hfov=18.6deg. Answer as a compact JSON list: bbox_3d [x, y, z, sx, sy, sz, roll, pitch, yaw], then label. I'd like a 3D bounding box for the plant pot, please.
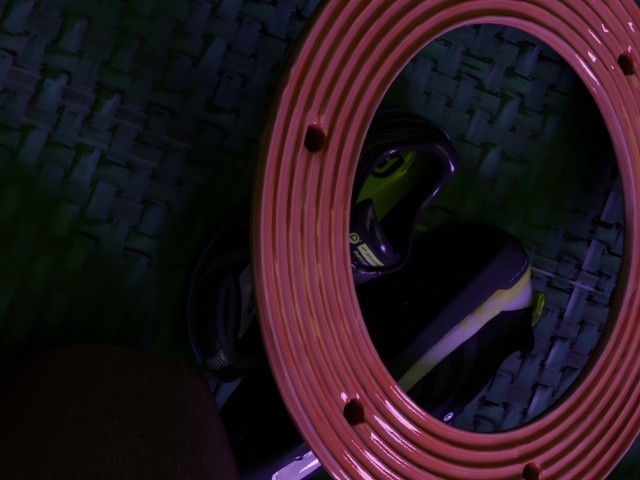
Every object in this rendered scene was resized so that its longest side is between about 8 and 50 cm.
[{"bbox_3d":[-0.111,0.176,0.966,0.215,0.215,0.230,17,60,-28],"label":"plant pot"}]

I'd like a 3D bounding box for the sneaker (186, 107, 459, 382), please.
[{"bbox_3d":[0.000,0.000,1.059,0.188,0.078,0.067,-44,116,-11],"label":"sneaker"}]

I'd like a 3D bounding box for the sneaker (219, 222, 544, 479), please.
[{"bbox_3d":[0.044,0.085,1.089,0.235,0.084,0.097,-36,123,-24],"label":"sneaker"}]

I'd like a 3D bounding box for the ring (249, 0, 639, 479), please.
[{"bbox_3d":[0.087,-0.007,1.048,0.337,0.032,0.336,-1,92,-43],"label":"ring"}]
